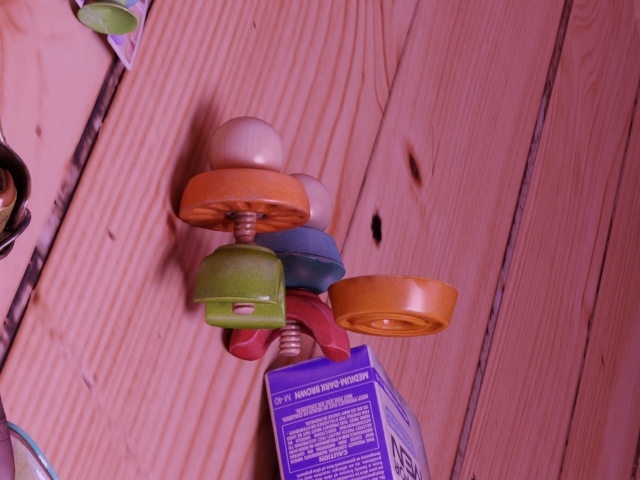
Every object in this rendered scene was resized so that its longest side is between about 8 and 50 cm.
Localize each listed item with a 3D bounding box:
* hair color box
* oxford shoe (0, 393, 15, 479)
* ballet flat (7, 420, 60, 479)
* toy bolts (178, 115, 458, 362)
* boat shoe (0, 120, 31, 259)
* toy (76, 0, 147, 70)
[{"bbox_3d":[0.049,0.283,1.616,0.185,0.110,0.339,57,20,-58],"label":"hair color box"},{"bbox_3d":[-0.262,0.078,0.872,0.363,0.130,0.133,43,50,-65],"label":"oxford shoe"},{"bbox_3d":[-0.186,0.212,1.191,0.079,0.077,0.221,-48,141,-31],"label":"ballet flat"},{"bbox_3d":[0.000,0.000,1.501,0.228,0.218,0.158,88,4,-74],"label":"toy bolts"},{"bbox_3d":[-0.215,-0.014,1.011,0.111,0.104,0.307,-61,149,-53],"label":"boat shoe"},{"bbox_3d":[-0.120,-0.254,1.308,0.137,0.056,0.237,55,42,-61],"label":"toy"}]
